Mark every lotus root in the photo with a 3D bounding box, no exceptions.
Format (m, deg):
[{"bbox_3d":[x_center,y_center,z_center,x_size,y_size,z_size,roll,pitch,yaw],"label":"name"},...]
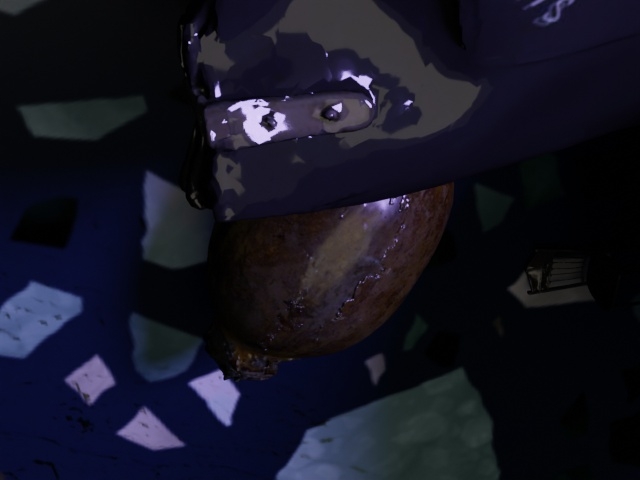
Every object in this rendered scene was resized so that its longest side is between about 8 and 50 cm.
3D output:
[{"bbox_3d":[0.000,0.000,0.742,0.120,0.120,0.209,28,103,-29],"label":"lotus root"}]

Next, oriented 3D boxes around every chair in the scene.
[{"bbox_3d":[0.185,0.025,0.854,0.086,0.042,0.037,-4,119,-14],"label":"chair"}]

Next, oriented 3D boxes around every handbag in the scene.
[{"bbox_3d":[0.046,-0.167,0.582,0.288,0.152,0.342,-25,125,-25],"label":"handbag"}]
